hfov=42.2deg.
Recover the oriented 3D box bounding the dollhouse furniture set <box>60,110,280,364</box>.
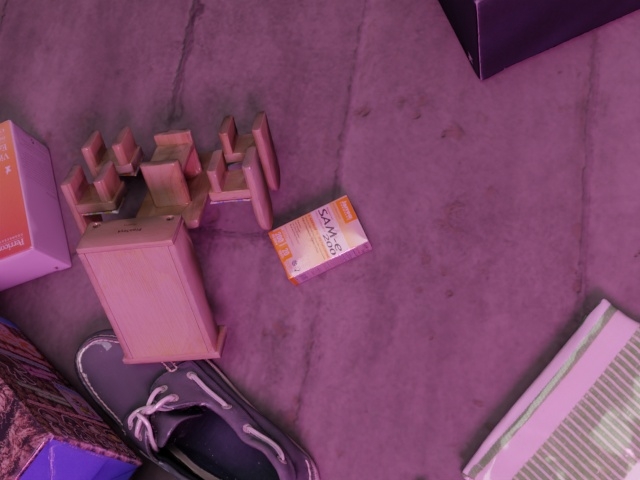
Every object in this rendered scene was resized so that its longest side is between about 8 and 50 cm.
[{"bbox_3d":[-0.160,-0.008,0.914,0.212,0.161,0.242,-5,38,10],"label":"dollhouse furniture set"}]

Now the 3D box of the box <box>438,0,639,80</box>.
[{"bbox_3d":[0.247,-0.387,0.911,0.294,0.183,0.296,-24,70,6],"label":"box"}]

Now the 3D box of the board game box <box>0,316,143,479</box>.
[{"bbox_3d":[-0.370,0.222,0.847,0.291,0.141,0.232,32,83,36],"label":"board game box"}]

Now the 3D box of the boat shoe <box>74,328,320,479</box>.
[{"bbox_3d":[-0.144,0.183,0.871,0.319,0.099,0.116,31,85,19],"label":"boat shoe"}]

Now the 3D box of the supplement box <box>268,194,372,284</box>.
[{"bbox_3d":[0.000,0.000,0.926,0.098,0.036,0.062,-26,71,3],"label":"supplement box"}]

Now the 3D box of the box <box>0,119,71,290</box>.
[{"bbox_3d":[-0.390,-0.035,0.993,0.130,0.091,0.170,-20,71,6],"label":"box"}]

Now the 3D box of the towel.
[{"bbox_3d":[0.332,0.240,0.785,0.325,0.038,0.248,38,84,19],"label":"towel"}]
